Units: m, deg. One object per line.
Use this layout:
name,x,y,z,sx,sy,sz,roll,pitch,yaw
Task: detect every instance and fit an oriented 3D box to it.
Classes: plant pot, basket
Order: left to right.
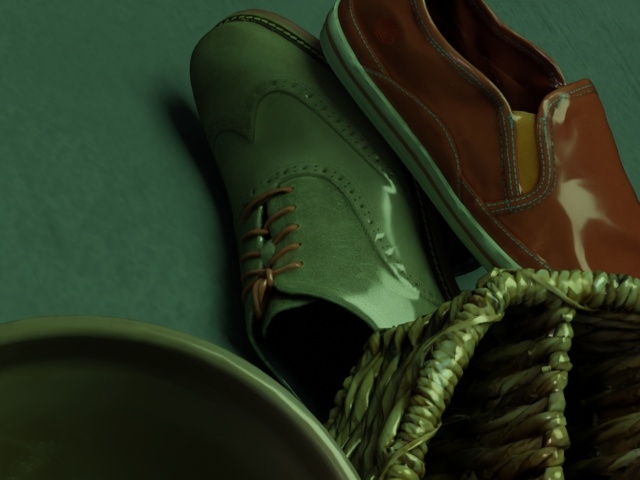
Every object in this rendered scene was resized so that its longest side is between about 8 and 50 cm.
plant pot,-0.093,0.156,0.601,0.237,0.110,0.237,4,66,-8
basket,0.124,0.161,0.769,0.213,0.223,0.299,27,57,-30

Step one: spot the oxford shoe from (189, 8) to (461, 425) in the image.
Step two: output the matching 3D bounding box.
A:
oxford shoe,0.000,0.000,0.967,0.130,0.123,0.348,-9,62,-50

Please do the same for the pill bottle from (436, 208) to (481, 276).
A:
pill bottle,0.096,-0.044,1.124,0.123,0.123,0.219,49,32,4

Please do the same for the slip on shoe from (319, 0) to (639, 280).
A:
slip on shoe,0.134,-0.047,0.947,0.331,0.101,0.123,51,34,12
